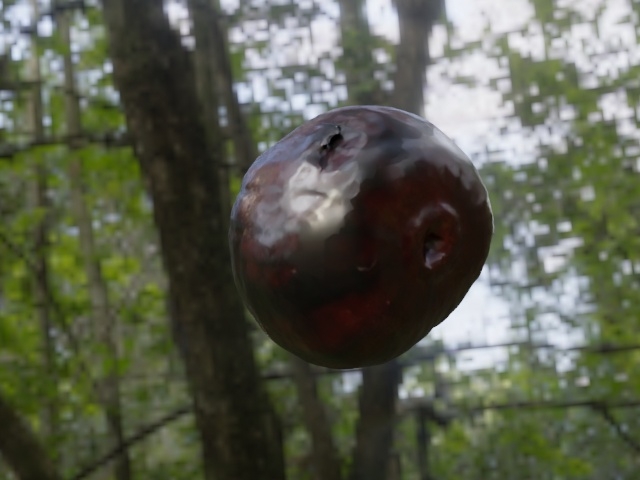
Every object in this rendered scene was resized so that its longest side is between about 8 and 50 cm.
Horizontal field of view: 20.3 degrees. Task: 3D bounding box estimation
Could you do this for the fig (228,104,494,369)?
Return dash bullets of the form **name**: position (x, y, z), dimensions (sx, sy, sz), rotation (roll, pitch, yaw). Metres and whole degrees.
- **fig**: position (-0.003, -0.010, 1.359), dimensions (0.249, 0.204, 0.186), rotation (13, -35, 41)
